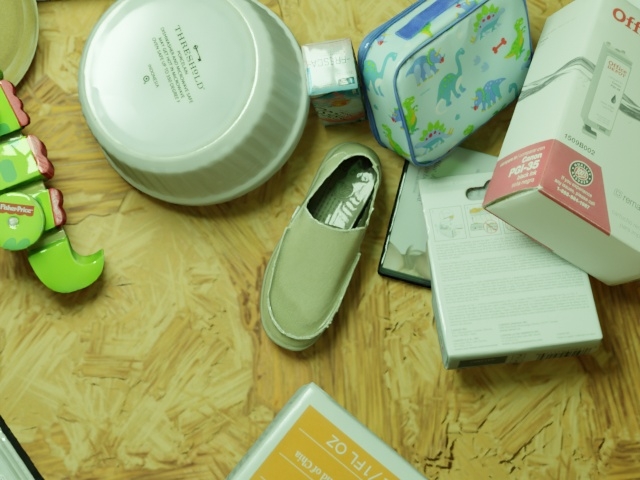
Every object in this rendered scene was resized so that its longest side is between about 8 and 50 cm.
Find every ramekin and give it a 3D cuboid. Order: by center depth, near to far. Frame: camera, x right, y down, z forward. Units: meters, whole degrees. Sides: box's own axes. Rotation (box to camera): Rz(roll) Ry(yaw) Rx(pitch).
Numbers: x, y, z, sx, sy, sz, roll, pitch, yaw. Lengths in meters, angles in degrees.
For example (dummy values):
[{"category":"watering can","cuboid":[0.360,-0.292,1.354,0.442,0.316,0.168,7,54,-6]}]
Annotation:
[{"category":"ramekin","cuboid":[-0.157,-0.181,1.447,0.272,0.127,0.273,-2,81,12]}]

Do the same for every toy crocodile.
[{"category":"toy crocodile","cuboid":[-0.359,-0.094,1.447,0.105,0.115,0.341,-23,94,-5]}]

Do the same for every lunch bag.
[{"category":"lunch bag","cuboid":[0.150,-0.210,1.466,0.219,0.176,0.090,-38,47,-18]}]

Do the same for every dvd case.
[{"category":"dvd case","cuboid":[0.212,-0.013,1.535,0.253,0.022,0.180,15,82,-2]}]

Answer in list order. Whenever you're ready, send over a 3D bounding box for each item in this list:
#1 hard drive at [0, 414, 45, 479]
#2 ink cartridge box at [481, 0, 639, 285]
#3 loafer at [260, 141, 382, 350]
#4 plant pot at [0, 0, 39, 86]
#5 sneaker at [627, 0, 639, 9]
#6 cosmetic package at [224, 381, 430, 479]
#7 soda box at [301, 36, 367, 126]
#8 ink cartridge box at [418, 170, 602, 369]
[{"category":"hard drive","cuboid":[-0.473,0.264,1.430,0.237,0.064,0.339,-34,87,-7]},{"category":"ink cartridge box","cuboid":[0.336,-0.121,1.457,0.207,0.117,0.283,29,68,-19]},{"category":"loafer","cuboid":[0.000,0.000,1.482,0.102,0.092,0.269,19,81,-1]},{"category":"plant pot","cuboid":[-0.453,-0.265,1.475,0.236,0.032,0.236,-2,110,-6]},{"category":"sneaker","cuboid":[0.527,-0.321,1.563,0.292,0.108,0.169,-30,87,2]},{"category":"cosmetic package","cuboid":[-0.071,0.403,1.390,0.230,0.161,0.453,39,82,2]},{"category":"soda box","cuboid":[0.018,-0.183,1.461,0.058,0.183,0.063,-9,83,5]},{"category":"ink cartridge box","cuboid":[0.224,0.032,1.505,0.189,0.066,0.232,-6,63,-4]}]
